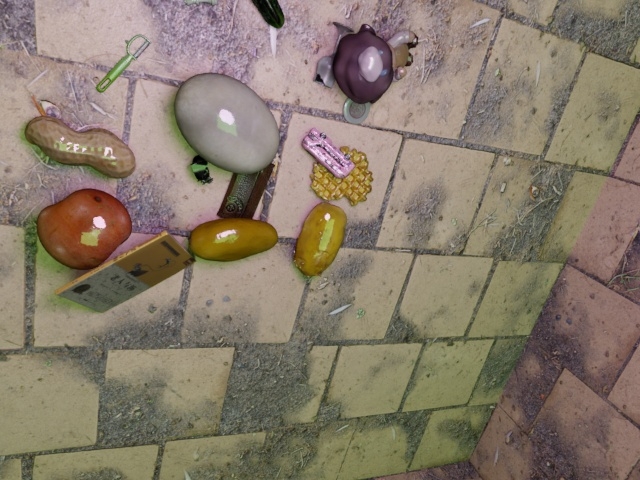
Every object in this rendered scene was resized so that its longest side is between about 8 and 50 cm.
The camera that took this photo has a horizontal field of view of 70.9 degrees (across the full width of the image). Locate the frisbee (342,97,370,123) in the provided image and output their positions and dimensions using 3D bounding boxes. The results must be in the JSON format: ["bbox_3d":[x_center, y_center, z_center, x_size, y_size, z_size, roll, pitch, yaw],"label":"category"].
[{"bbox_3d":[0.131,-0.477,1.631,0.110,0.014,0.110,-10,118,-19],"label":"frisbee"}]

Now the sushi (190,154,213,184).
[{"bbox_3d":[-0.395,-0.232,1.490,0.056,0.083,0.085,-21,123,-13],"label":"sushi"}]

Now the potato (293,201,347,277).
[{"bbox_3d":[0.000,0.000,1.744,0.173,0.140,0.300,17,102,-22],"label":"potato"}]

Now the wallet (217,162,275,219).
[{"bbox_3d":[-0.264,-0.178,1.600,0.133,0.039,0.243,15,111,-33],"label":"wallet"}]

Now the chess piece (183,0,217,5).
[{"bbox_3d":[-0.349,-0.698,1.300,0.093,0.042,0.042,-12,119,-11],"label":"chess piece"}]

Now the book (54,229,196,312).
[{"bbox_3d":[-0.636,0.114,1.514,0.389,0.032,0.269,-30,158,-5],"label":"book"}]

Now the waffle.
[{"bbox_3d":[0.080,-0.232,1.709,0.253,0.056,0.249,-21,120,-14],"label":"waffle"}]

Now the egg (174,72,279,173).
[{"bbox_3d":[-0.279,-0.353,1.376,0.258,0.258,0.352,-44,124,3],"label":"egg"}]

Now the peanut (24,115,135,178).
[{"bbox_3d":[-0.695,-0.276,1.320,0.298,0.120,0.136,15,85,-28],"label":"peanut"}]

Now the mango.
[{"bbox_3d":[-0.300,-0.008,1.593,0.331,0.142,0.195,-10,162,-24],"label":"mango"}]

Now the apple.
[{"bbox_3d":[-0.715,-0.042,1.364,0.253,0.253,0.253,-10,119,-18],"label":"apple"}]

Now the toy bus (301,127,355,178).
[{"bbox_3d":[0.028,-0.307,1.599,0.203,0.063,0.090,42,87,-7],"label":"toy bus"}]

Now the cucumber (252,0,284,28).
[{"bbox_3d":[-0.182,-0.741,1.330,0.074,0.074,0.241,-41,126,0],"label":"cucumber"}]

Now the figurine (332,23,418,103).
[{"bbox_3d":[0.204,-0.566,1.452,0.365,0.206,0.218,-23,155,-33],"label":"figurine"}]

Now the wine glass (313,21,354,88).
[{"bbox_3d":[0.041,-0.609,1.487,0.079,0.079,0.195,13,108,-28],"label":"wine glass"}]

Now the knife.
[{"bbox_3d":[-0.582,-0.517,1.305,0.212,0.015,0.054,-46,123,4],"label":"knife"}]
